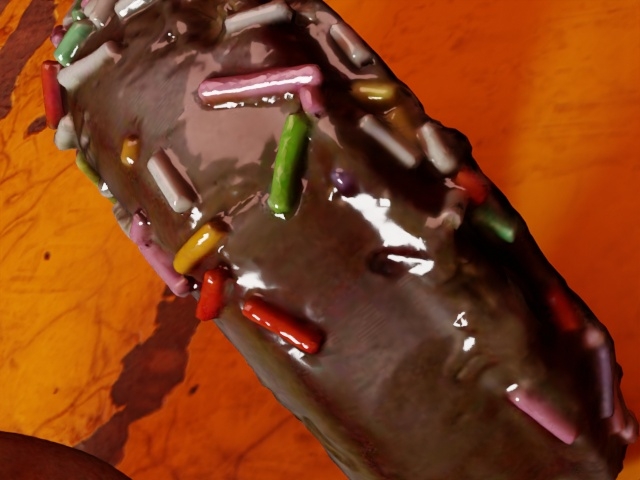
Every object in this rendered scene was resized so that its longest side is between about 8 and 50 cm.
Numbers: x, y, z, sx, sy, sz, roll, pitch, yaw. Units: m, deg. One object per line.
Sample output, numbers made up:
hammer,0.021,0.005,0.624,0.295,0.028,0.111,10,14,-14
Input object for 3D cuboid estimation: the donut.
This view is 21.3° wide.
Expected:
donut,-0.014,-0.016,0.776,0.136,0.259,0.345,-42,35,-3

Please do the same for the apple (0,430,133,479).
apple,-0.170,0.212,0.772,0.253,0.253,0.253,-30,39,28
